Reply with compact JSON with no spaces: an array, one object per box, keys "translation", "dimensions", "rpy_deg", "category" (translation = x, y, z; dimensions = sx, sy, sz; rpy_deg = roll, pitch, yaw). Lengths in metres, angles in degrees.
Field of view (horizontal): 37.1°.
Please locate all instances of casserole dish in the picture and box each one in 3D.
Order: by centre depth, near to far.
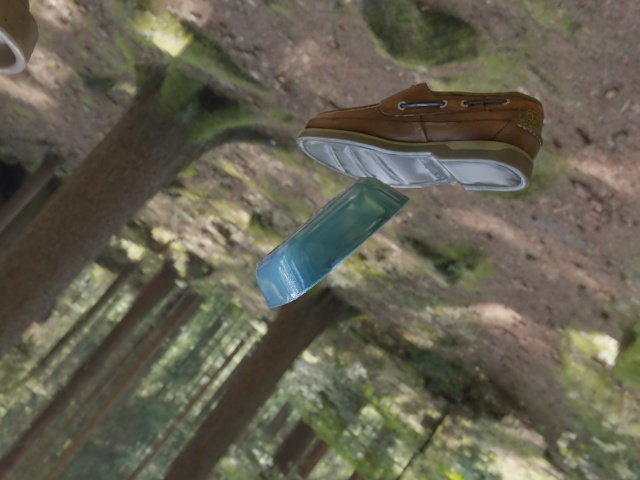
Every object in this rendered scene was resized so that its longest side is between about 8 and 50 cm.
[{"translation":[0.000,0.000,0.711],"dimensions":[0.037,0.114,0.188],"rpy_deg":[49,167,-3],"category":"casserole dish"}]

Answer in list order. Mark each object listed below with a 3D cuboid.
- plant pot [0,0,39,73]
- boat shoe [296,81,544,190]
[{"translation":[-0.307,-0.226,0.700],"dimensions":[0.237,0.110,0.237],"rpy_deg":[22,169,4],"category":"plant pot"},{"translation":[0.119,-0.128,1.144],"dimensions":[0.307,0.105,0.111],"rpy_deg":[10,161,29],"category":"boat shoe"}]
